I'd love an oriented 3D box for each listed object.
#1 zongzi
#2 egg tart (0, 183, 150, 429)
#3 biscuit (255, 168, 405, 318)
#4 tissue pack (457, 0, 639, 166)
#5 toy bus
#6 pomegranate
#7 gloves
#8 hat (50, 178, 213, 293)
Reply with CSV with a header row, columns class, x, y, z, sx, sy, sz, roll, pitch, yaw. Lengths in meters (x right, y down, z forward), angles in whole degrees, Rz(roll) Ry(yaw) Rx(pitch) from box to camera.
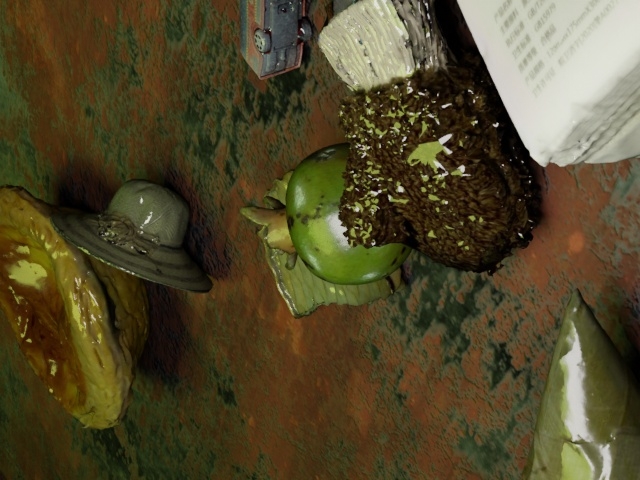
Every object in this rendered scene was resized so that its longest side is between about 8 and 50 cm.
class,x,y,z,sx,sy,sz,roll,pitch,yaw
zongzi,0.332,0.280,1.283,0.356,0.174,0.393,33,134,35
egg tart,-0.398,0.095,2.282,0.443,0.178,0.443,42,147,35
biscuit,0.000,0.000,1.700,0.273,0.036,0.187,-11,105,61
tissue pack,0.240,-0.242,0.895,0.356,0.193,0.266,-49,56,56
toy bus,-0.053,-0.269,1.527,0.077,0.065,0.192,48,149,37
pomegranate,0.019,-0.026,1.536,0.220,0.156,0.156,-7,108,62
gloves,0.095,-0.097,1.352,0.210,0.135,0.312,-24,100,42
hat,-0.244,-0.028,1.976,0.252,0.252,0.110,33,102,42
